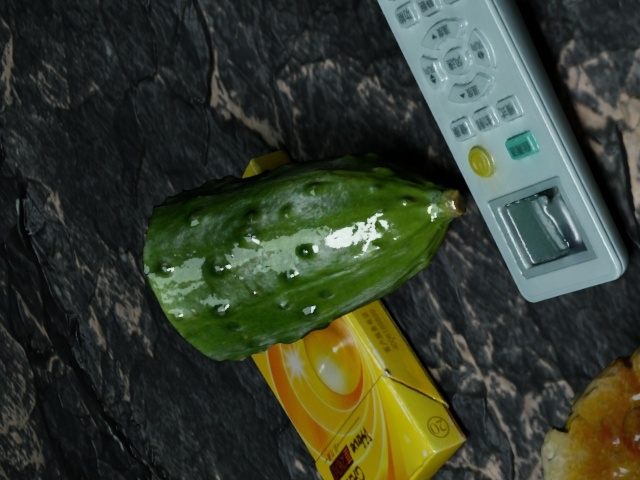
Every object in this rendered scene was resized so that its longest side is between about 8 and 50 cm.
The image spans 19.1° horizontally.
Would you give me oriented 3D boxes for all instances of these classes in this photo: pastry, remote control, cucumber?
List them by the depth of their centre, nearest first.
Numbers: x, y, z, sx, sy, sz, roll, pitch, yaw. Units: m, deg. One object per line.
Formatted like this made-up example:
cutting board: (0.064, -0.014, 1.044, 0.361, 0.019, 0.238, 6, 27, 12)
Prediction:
pastry: (0.220, 0.139, 1.063, 0.192, 0.093, 0.182, -32, 51, 36)
remote control: (0.106, -0.105, 1.193, 0.103, 0.051, 0.293, -21, 93, 59)
cucumber: (0.001, -0.002, 1.328, 0.244, 0.134, 0.134, -15, 96, 35)

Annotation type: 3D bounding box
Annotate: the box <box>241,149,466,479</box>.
box: (0.002, 0.079, 1.461, 0.269, 0.043, 0.152, 58, 146, 18)
